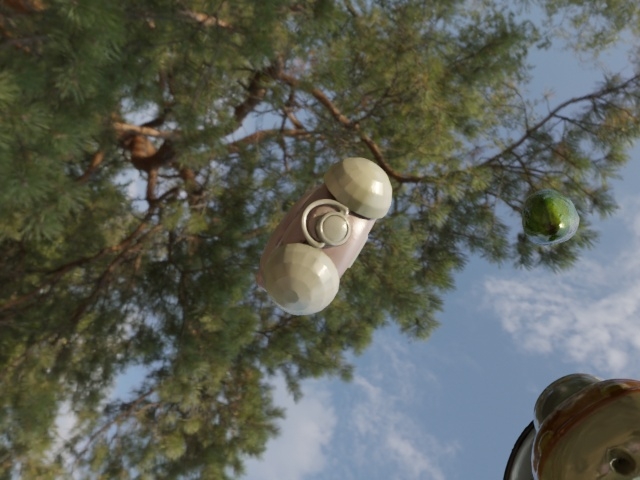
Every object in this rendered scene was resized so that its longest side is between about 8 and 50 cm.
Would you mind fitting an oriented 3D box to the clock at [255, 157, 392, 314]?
[{"bbox_3d":[0.000,0.000,1.083,0.342,0.184,0.326,-62,-172,-12],"label":"clock"}]

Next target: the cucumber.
[{"bbox_3d":[0.234,-0.022,0.525,0.056,0.250,0.056,0,-91,24],"label":"cucumber"}]

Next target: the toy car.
[{"bbox_3d":[0.273,0.203,0.459,0.145,0.235,0.235,-42,-131,8],"label":"toy car"}]

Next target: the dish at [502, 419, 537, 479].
[{"bbox_3d":[0.371,0.326,0.572,0.316,0.106,0.316,-11,-119,20],"label":"dish"}]
